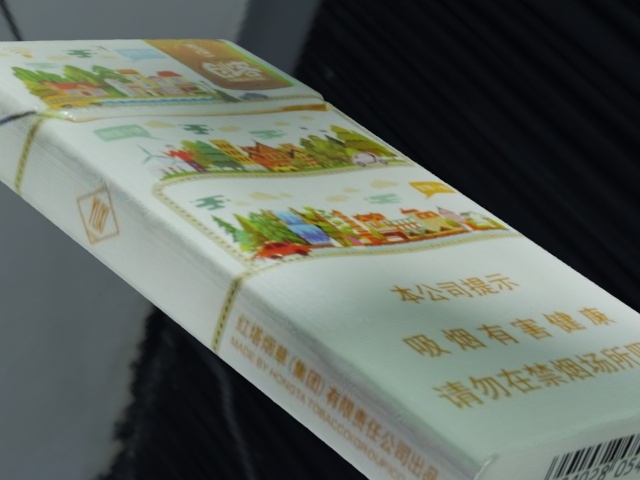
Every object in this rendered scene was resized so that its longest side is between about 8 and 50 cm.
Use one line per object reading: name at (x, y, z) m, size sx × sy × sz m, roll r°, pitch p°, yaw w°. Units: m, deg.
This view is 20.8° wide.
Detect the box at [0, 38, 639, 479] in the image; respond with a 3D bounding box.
box at (0.000, 0.001, 0.487) m, size 0.122 × 0.220 × 0.032 m, roll -8°, pitch 124°, yaw -46°
